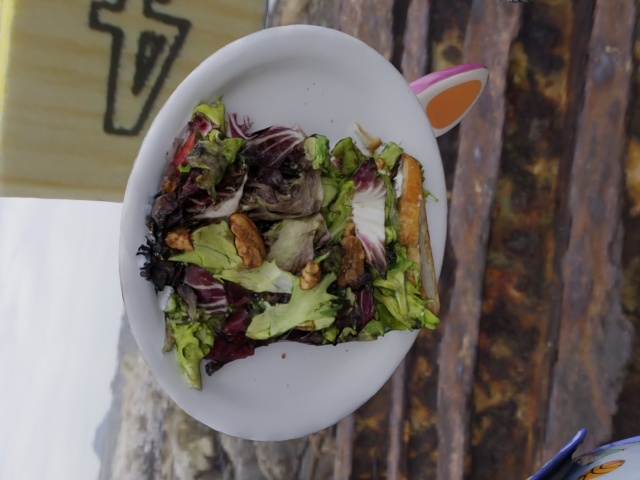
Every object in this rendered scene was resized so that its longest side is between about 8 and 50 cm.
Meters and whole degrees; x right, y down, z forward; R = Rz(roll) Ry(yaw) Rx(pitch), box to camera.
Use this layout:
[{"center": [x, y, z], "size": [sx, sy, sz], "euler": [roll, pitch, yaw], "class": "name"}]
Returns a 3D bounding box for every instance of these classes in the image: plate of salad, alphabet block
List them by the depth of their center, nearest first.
[{"center": [0.000, 0.000, 0.408], "size": [0.048, 0.200, 0.199], "euler": [12, 96, 49], "class": "plate of salad"}, {"center": [-0.177, -0.134, 0.645], "size": [0.192, 0.197, 0.193], "euler": [14, 100, 47], "class": "alphabet block"}]

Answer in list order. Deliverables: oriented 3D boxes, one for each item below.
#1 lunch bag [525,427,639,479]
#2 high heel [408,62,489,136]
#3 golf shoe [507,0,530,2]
[{"center": [0.293, 0.320, 0.839], "size": [0.385, 0.328, 0.238], "euler": [-22, 84, 32], "class": "lunch bag"}, {"center": [0.072, -0.156, 1.012], "size": [0.117, 0.244, 0.082], "euler": [54, 178, 41], "class": "high heel"}, {"center": [0.134, -0.240, 0.604], "size": [0.198, 0.077, 0.093], "euler": [60, -134, -73], "class": "golf shoe"}]
